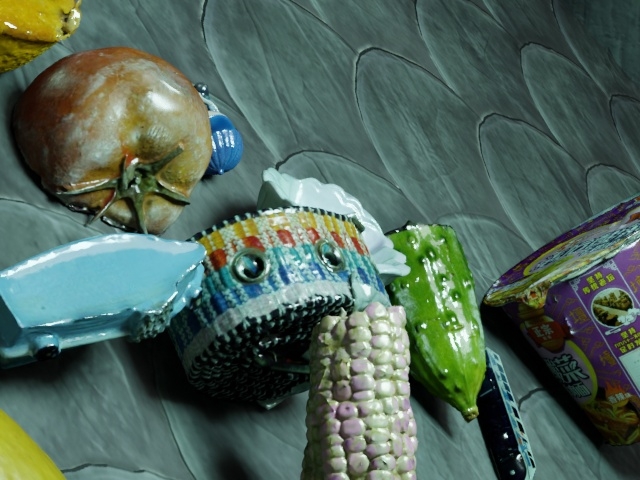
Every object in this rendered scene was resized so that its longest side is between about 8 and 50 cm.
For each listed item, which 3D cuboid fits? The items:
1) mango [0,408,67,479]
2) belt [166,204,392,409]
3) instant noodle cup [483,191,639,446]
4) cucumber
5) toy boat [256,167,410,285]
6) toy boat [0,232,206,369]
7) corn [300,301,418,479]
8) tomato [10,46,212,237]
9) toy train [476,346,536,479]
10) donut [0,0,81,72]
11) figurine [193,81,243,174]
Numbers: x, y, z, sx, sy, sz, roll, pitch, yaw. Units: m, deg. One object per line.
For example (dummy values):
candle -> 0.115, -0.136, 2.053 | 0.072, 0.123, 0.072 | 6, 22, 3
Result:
mango -> -0.318, 0.178, 1.161 | 0.445, 0.220, 0.301 | 52, 33, 7
belt -> -0.043, 0.065, 1.772 | 0.257, 0.207, 0.150 | 10, 49, -52
instant noodle cup -> 0.426, 0.108, 2.388 | 0.266, 0.340, 0.340 | 60, 25, -4
cucumber -> 0.138, 0.106, 2.118 | 0.134, 0.134, 0.244 | 13, 49, -52
toy boat -> 0.000, 0.000, 2.002 | 0.199, 0.100, 0.290 | 36, 12, -3
toy boat -> -0.202, 0.055, 1.587 | 0.238, 0.098, 0.109 | -16, 65, -36
corn -> 0.037, 0.226, 1.637 | 0.127, 0.127, 0.335 | 9, 79, -54
tomato -> -0.199, -0.119, 1.842 | 0.214, 0.155, 0.180 | 18, 36, -46
toy train -> 0.224, 0.226, 2.172 | 0.047, 0.043, 0.207 | 33, 30, -39
donut -> -0.362, -0.286, 1.840 | 0.253, 0.118, 0.253 | 36, 31, -26
figurine -> -0.140, -0.130, 2.061 | 0.077, 0.079, 0.136 | 5, 24, -27
